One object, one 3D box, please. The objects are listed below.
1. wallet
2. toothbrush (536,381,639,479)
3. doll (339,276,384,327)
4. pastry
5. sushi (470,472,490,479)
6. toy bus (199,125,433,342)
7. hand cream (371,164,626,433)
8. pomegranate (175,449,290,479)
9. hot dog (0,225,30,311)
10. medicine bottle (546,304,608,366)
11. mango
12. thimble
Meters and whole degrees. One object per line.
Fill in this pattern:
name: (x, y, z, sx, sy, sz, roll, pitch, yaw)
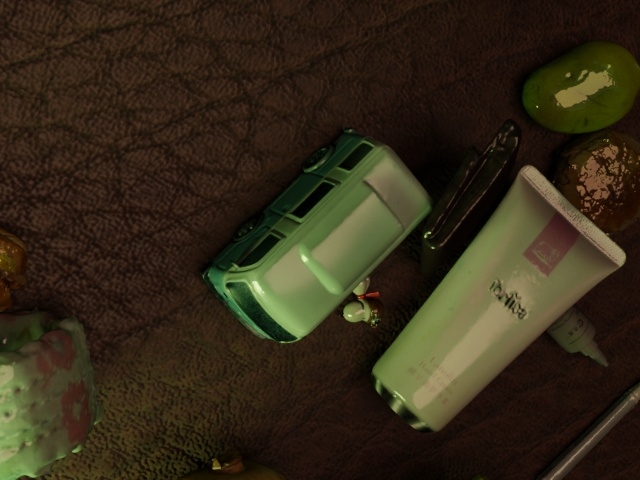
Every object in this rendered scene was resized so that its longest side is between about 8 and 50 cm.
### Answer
wallet: (0.182, -0.044, 1.335, 0.049, 0.229, 0.182, 36, 83, 11)
toothbrush: (0.441, 0.243, 1.568, 0.342, 0.025, 0.030, -44, 103, -9)
doll: (0.057, 0.071, 1.394, 0.058, 0.040, 0.085, 6, 97, -11)
pastry: (0.390, -0.079, 1.469, 0.153, 0.081, 0.153, -5, 104, -21)
sushi: (0.175, 0.465, 1.369, 0.328, 0.285, 0.328, 22, 119, -25)
toy bus: (0.000, 0.000, 1.292, 0.271, 0.165, 0.133, -45, 110, -9)
hand cream: (0.221, 0.091, 1.393, 0.185, 0.118, 0.359, 42, 89, 0)
pomegranate: (-0.116, 0.358, 1.280, 0.215, 0.215, 0.215, -3, 99, -20)
hot dog: (-0.448, 0.002, 1.179, 0.269, 0.072, 0.109, 25, 88, -23)
medicine bottle: (0.343, 0.116, 1.495, 0.199, 0.057, 0.058, 44, 82, -21)
mango: (0.355, -0.202, 1.439, 0.163, 0.089, 0.117, -28, 111, -1)
thimble: (-0.348, 0.169, 1.181, 0.211, 0.185, 0.149, -14, 105, -33)
